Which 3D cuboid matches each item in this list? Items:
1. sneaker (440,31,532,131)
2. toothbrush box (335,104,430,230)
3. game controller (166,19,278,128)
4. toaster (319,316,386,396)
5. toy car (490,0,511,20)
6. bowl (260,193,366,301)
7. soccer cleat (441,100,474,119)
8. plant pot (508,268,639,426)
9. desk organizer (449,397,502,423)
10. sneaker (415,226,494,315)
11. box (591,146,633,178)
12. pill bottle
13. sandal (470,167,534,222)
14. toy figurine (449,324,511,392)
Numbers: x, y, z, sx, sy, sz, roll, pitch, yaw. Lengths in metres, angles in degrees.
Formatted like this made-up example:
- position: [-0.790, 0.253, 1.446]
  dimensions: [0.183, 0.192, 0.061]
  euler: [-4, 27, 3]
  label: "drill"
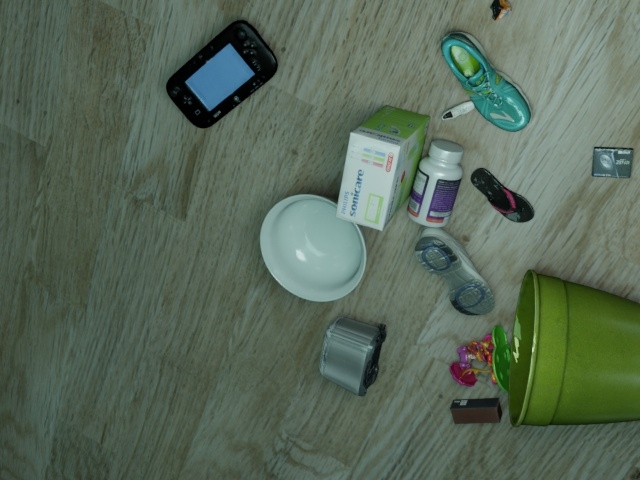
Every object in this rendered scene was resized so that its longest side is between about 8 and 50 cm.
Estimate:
- position: [0.363, -0.348, 1.732]
  dimensions: [0.275, 0.110, 0.107]
  euler: [47, 113, -3]
  label: "sneaker"
- position: [0.149, -0.176, 1.802]
  dimensions: [0.122, 0.283, 0.206]
  euler: [18, 117, 16]
  label: "toothbrush box"
- position: [-0.256, -0.424, 1.995]
  dimensions: [0.319, 0.067, 0.166]
  euler: [-32, 97, 31]
  label: "game controller"
- position: [0.088, 0.307, 2.125]
  dimensions: [0.147, 0.129, 0.227]
  euler: [19, 119, 18]
  label: "toaster"
- position: [0.410, -0.536, 1.671]
  dimensions: [0.041, 0.060, 0.122]
  euler: [10, 127, -16]
  label: "toy car"
- position: [0.000, 0.000, 2.027]
  dimensions: [0.298, 0.134, 0.297]
  euler: [9, 115, 19]
  label: "bowl"
- position: [0.323, -0.303, 1.816]
  dimensions: [0.083, 0.035, 0.029]
  euler: [-18, 103, 29]
  label: "soccer cleat"
- position: [0.637, 0.269, 1.771]
  dimensions: [0.353, 0.366, 0.366]
  euler: [7, 115, 8]
  label: "plant pot"
- position: [0.423, 0.463, 2.095]
  dimensions: [0.130, 0.047, 0.050]
  euler: [-8, 110, 26]
  label: "desk organizer"
- position: [0.347, 0.068, 1.927]
  dimensions: [0.111, 0.129, 0.297]
  euler: [-24, 119, 27]
  label: "sneaker"
- position: [0.656, -0.176, 1.738]
  dimensions: [0.083, 0.018, 0.067]
  euler: [6, 114, 21]
  label: "box"
- position: [0.281, -0.139, 1.862]
  dimensions: [0.108, 0.108, 0.193]
  euler: [20, 118, 14]
  label: "pill bottle"
- position: [0.432, -0.101, 1.853]
  dimensions: [0.179, 0.040, 0.067]
  euler: [40, 121, 3]
  label: "sandal"
- position: [0.409, 0.316, 2.013]
  dimensions: [0.159, 0.130, 0.173]
  euler: [-15, 83, 37]
  label: "toy figurine"
